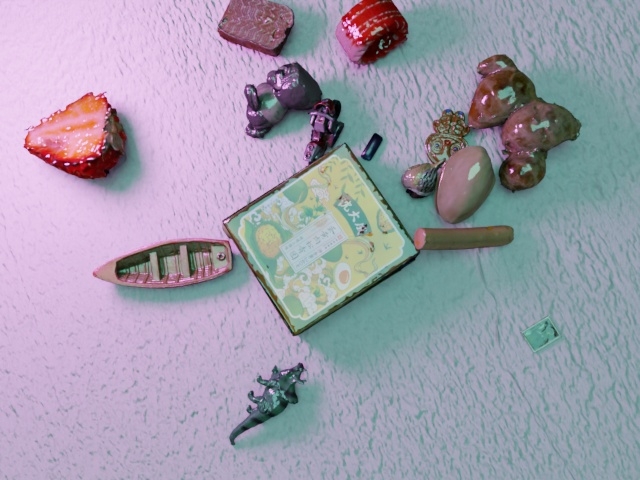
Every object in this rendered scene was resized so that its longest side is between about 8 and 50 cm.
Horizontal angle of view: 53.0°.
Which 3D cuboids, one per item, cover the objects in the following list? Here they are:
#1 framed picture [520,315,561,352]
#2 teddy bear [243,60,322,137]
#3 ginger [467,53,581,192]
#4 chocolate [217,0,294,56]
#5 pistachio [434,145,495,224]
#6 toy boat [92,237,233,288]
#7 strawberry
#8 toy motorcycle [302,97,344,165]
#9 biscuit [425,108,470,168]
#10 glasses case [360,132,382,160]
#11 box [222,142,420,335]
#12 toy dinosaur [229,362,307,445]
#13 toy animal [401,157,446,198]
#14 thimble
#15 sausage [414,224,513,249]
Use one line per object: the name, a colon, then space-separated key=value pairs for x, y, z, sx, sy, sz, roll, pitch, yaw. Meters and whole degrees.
framed picture: x=0.597 y=0.254 z=1.736 sx=0.089 sy=0.006 sz=0.066 roll=-30 pitch=81 yaw=0
teddy bear: x=-0.132 y=-0.416 z=1.821 sx=0.251 sy=0.171 sz=0.144 roll=-22 pitch=61 yaw=8
ginger: x=0.533 y=-0.335 z=1.746 sx=0.256 sy=0.176 sz=0.375 roll=-32 pitch=80 yaw=16
chocolate: x=-0.182 y=-0.630 z=1.887 sx=0.214 sy=0.093 sz=0.148 roll=23 pitch=86 yaw=9
pistachio: x=0.393 y=-0.152 z=1.750 sx=0.152 sy=0.126 sz=0.223 roll=18 pitch=102 yaw=-9
toy boat: x=-0.440 y=0.070 z=1.817 sx=0.392 sy=0.079 sz=0.136 roll=-8 pitch=84 yaw=3
strawberry: x=-0.688 y=-0.265 z=1.858 sx=0.280 sy=0.150 sz=0.253 roll=-27 pitch=60 yaw=3
toy motorcycle: x=0.006 y=-0.308 z=1.809 sx=0.082 sy=0.122 sz=0.213 roll=19 pitch=84 yaw=23
biscuit: x=0.363 y=-0.289 z=1.824 sx=0.124 sy=0.026 sz=0.175 roll=11 pitch=83 yaw=6
glasses case: x=0.148 y=-0.269 z=1.841 sx=0.033 sy=0.023 sz=0.083 roll=30 pitch=86 yaw=10
box: x=0.000 y=0.000 z=1.761 sx=0.420 sy=0.138 sz=0.373 roll=-33 pitch=81 yaw=1
toy dinosaur: x=-0.158 y=0.432 z=1.744 sx=0.292 sy=0.079 sz=0.120 roll=-35 pitch=79 yaw=3
toy animal: x=0.294 y=-0.170 z=1.777 sx=0.137 sy=0.098 sz=0.098 roll=-19 pitch=80 yaw=18
thimble: x=0.144 y=-0.594 z=1.818 sx=0.189 sy=0.163 sz=0.125 roll=-32 pitch=79 yaw=0
sausage: x=0.387 y=-0.008 z=1.712 sx=0.301 sy=0.066 sz=0.066 roll=-1 pitch=81 yaw=-22
